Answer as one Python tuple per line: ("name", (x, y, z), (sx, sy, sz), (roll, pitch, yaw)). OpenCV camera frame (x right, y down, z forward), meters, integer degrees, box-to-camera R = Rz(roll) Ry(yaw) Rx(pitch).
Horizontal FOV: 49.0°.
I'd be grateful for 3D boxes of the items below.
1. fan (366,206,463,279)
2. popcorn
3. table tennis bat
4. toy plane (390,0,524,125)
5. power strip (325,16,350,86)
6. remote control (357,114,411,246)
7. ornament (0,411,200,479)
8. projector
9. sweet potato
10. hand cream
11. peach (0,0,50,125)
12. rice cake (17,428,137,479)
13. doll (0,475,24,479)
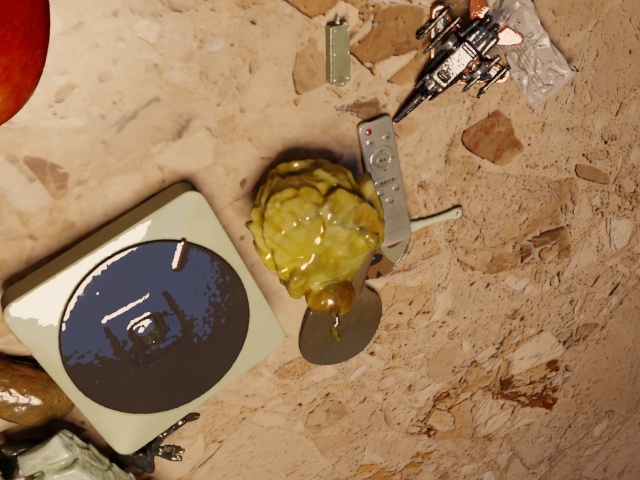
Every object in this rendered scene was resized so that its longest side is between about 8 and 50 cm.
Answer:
("fan", (0.109, -0.013, 1.022), (0.227, 0.008, 0.152), (-19, 126, -16))
("popcorn", (-0.008, 0.001, 0.876), (0.168, 0.173, 0.195), (-13, 131, -37))
("table tennis bat", (0.041, 0.097, 1.045), (0.131, 0.022, 0.234), (0, 125, -26))
("toy plane", (0.156, -0.212, 0.880), (0.130, 0.061, 0.189), (40, 106, -12))
("power strip", (0.021, -0.224, 0.832), (0.027, 0.017, 0.083), (-16, 126, -20))
("remote control", (0.085, -0.079, 0.951), (0.050, 0.027, 0.184), (-22, 120, -15))
("ornament", (-0.290, 0.272, 0.952), (0.236, 0.080, 0.202), (-35, 133, -1))
("projector", (-0.206, 0.096, 0.865), (0.259, 0.079, 0.257), (-34, 121, -12))
("sweet potato", (-0.413, 0.158, 0.817), (0.273, 0.075, 0.075), (29, 104, -34))
("hand cream", (0.257, -0.276, 0.907), (0.084, 0.050, 0.257), (-42, 133, 6))
("peach", (-0.312, -0.178, 0.580), (0.197, 0.197, 0.197), (-14, 125, -20))
("rice cake", (-0.265, 0.340, 0.921), (0.066, 0.063, 0.336), (-29, 137, -1))
("doll", (-0.454, 0.312, 0.830), (0.181, 0.110, 0.107), (4, 99, 17))
